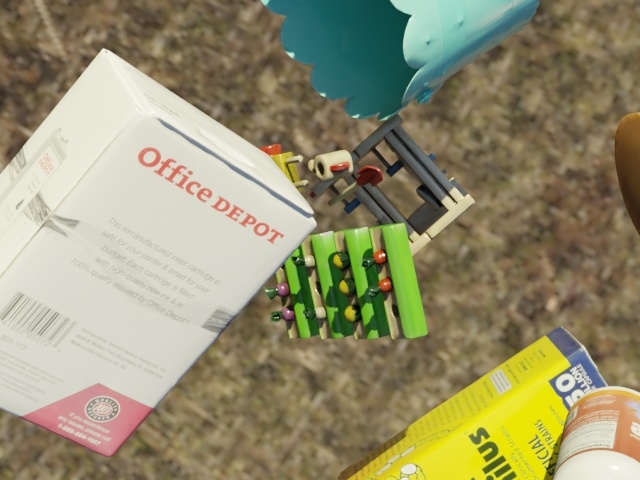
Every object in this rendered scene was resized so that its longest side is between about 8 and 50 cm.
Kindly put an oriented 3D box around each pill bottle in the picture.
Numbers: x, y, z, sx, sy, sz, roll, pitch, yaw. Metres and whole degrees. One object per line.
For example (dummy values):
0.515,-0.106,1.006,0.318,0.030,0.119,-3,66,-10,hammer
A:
0.321,0.265,1.943,0.216,0.121,0.121,-62,163,-60,pill bottle

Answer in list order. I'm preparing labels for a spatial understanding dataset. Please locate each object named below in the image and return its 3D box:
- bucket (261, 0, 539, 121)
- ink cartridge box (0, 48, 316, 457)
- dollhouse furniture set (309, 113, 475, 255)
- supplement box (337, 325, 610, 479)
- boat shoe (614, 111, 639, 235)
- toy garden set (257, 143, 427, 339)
0.071,-0.274,1.698,0.183,0.281,0.281,-27,136,-23,bucket
-0.174,0.016,1.439,0.207,0.117,0.283,32,105,-37,ink cartridge box
0.082,-0.049,1.940,0.129,0.129,0.184,-41,178,4,dollhouse furniture set
0.220,0.294,2.179,0.356,0.194,0.195,-35,-176,3,supplement box
0.304,-0.012,1.428,0.073,0.073,0.207,-20,94,-29,boat shoe
0.000,0.000,1.713,0.049,0.244,0.204,-14,94,-29,toy garden set
